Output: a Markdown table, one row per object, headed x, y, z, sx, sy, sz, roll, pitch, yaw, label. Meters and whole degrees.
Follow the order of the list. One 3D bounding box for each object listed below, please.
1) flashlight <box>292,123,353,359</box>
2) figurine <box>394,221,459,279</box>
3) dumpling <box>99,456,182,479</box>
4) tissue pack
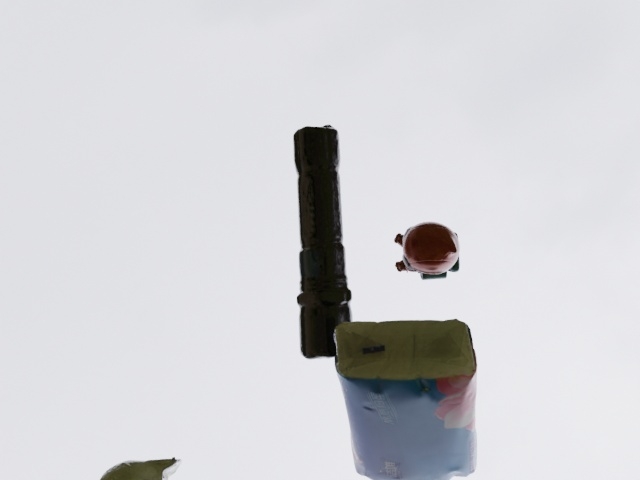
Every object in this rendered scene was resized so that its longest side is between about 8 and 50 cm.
| x | y | z | sx | sy | sz | roll | pitch | yaw | label |
| --- | --- | --- | --- | --- | --- | --- | --- | --- | --- |
| 0.000 | 0.000 | 1.600 | 0.103 | 0.103 | 0.423 | -5 | -94 | 30 | flashlight |
| 0.130 | 0.013 | 1.057 | 0.075 | 0.140 | 0.068 | -1 | -92 | -3 | figurine |
| -0.373 | 0.505 | 1.729 | 0.126 | 0.166 | 0.215 | 23 | -125 | 2 | dumpling |
| 0.133 | 0.250 | 1.360 | 0.209 | 0.269 | 0.137 | 0 | -135 | 9 | tissue pack |
